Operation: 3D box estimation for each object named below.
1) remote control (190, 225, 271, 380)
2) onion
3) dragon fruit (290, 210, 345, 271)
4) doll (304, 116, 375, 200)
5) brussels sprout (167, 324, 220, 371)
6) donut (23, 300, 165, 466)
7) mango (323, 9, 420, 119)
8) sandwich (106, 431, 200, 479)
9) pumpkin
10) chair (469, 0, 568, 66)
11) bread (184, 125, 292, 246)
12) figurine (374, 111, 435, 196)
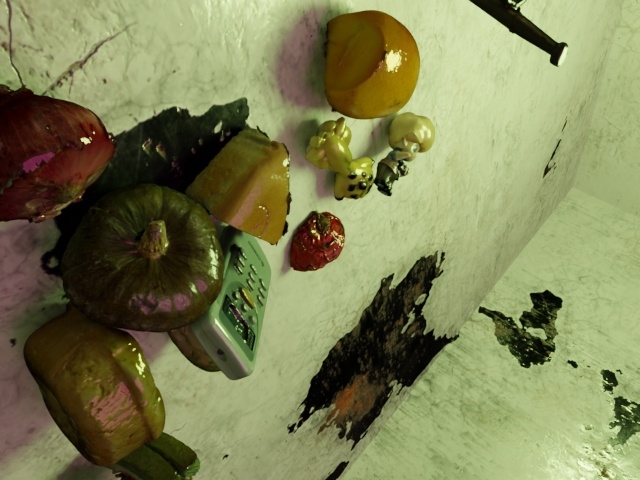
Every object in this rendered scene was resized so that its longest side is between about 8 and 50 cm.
[{"bbox_3d":[-0.139,0.090,0.985,0.296,0.056,0.140,-84,151,-58],"label":"remote control"},{"bbox_3d":[-0.323,-0.103,0.647,0.183,0.147,0.184,-26,-178,1],"label":"onion"},{"bbox_3d":[0.000,0.000,1.281,0.162,0.083,0.106,-46,147,-15],"label":"dragon fruit"},{"bbox_3d":[0.043,-0.156,1.184,0.117,0.086,0.291,-52,153,-1],"label":"doll"},{"bbox_3d":[-0.213,0.147,1.041,0.131,0.145,0.183,-28,108,1],"label":"brussels sprout"},{"bbox_3d":[-0.330,0.219,0.864,0.128,0.208,0.262,-34,139,-34],"label":"donut"},{"bbox_3d":[0.109,-0.310,1.078,0.257,0.138,0.187,-7,118,-60],"label":"mango"},{"bbox_3d":[-0.322,0.441,1.105,0.109,0.184,0.160,-34,135,-48],"label":"sandwich"},{"bbox_3d":[-0.233,0.020,0.805,0.219,0.219,0.162,-35,175,-34],"label":"pumpkin"},{"bbox_3d":[0.212,-0.532,0.738,0.362,0.410,0.365,-52,150,-10],"label":"chair"},{"bbox_3d":[-0.111,-0.078,0.981,0.169,0.140,0.160,-51,145,-12],"label":"bread"},{"bbox_3d":[0.185,-0.198,1.311,0.196,0.108,0.114,-64,147,-16],"label":"figurine"}]
